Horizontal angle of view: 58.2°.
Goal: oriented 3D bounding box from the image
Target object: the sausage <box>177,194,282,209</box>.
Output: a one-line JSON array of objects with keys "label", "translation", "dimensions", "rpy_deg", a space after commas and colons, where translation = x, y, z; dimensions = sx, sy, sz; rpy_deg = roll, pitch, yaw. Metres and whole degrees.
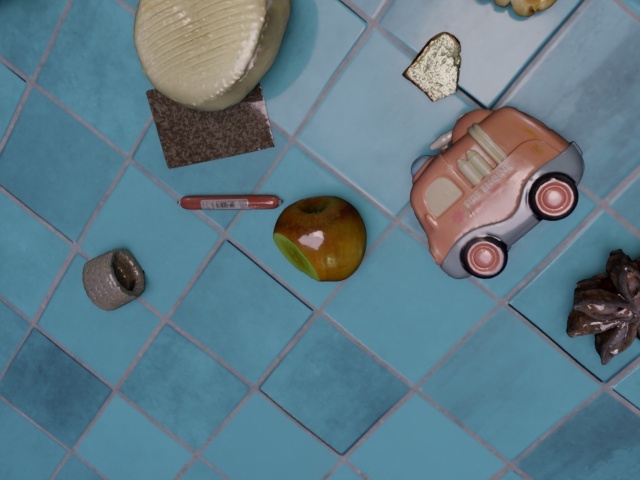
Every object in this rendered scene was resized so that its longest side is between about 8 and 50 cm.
[{"label": "sausage", "translation": [-0.181, -0.075, 1.133], "dimensions": [0.223, 0.029, 0.029], "rpy_deg": [1, 107, 14]}]

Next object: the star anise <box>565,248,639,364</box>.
[{"label": "star anise", "translation": [0.526, 0.095, 0.972], "dimensions": [0.235, 0.109, 0.223], "rpy_deg": [-9, 128, 2]}]

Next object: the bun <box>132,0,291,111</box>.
[{"label": "bun", "translation": [-0.178, -0.359, 0.984], "dimensions": [0.287, 0.146, 0.288], "rpy_deg": [1, 94, 20]}]

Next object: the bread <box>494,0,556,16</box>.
[{"label": "bread", "translation": [0.289, -0.418, 0.878], "dimensions": [0.177, 0.084, 0.119], "rpy_deg": [30, 111, 3]}]

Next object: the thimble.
[{"label": "thimble", "translation": [-0.436, 0.084, 1.210], "dimensions": [0.090, 0.102, 0.115], "rpy_deg": [-26, 70, 20]}]

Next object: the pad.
[{"label": "pad", "translation": [-0.213, -0.234, 1.105], "dimensions": [0.234, 0.003, 0.158], "rpy_deg": [-9, 105, 17]}]

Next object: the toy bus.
[{"label": "toy bus", "translation": [0.270, -0.086, 0.938], "dimensions": [0.287, 0.194, 0.232], "rpy_deg": [-43, 85, 22]}]

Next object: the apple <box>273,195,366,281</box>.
[{"label": "apple", "translation": [0.003, 0.002, 1.041], "dimensions": [0.163, 0.146, 0.147], "rpy_deg": [-17, 119, -19]}]

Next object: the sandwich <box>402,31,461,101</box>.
[{"label": "sandwich", "translation": [0.202, -0.291, 0.966], "dimensions": [0.093, 0.036, 0.105], "rpy_deg": [38, 111, 1]}]
